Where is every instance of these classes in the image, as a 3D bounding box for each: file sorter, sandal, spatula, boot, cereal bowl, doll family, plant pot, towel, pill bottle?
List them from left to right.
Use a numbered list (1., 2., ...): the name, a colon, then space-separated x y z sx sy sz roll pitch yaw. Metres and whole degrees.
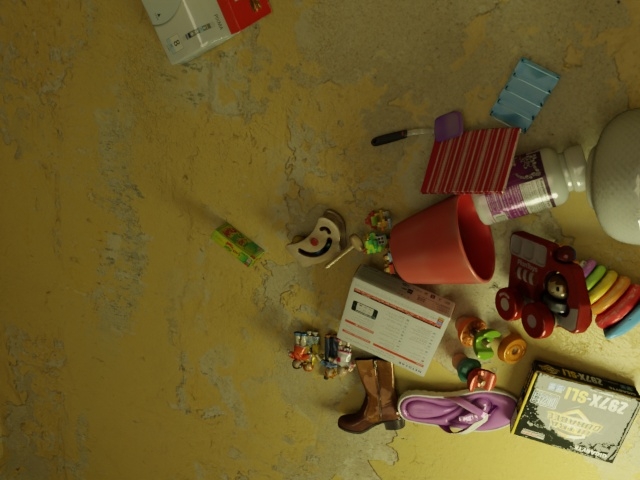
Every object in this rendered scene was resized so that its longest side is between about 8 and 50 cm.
1. doll family: 0.011 0.423 2.001 0.262 0.118 0.163 6 94 14
2. boot: 0.163 0.566 1.993 0.263 0.096 0.281 -8 105 25
3. spatula: 0.286 -0.326 1.639 0.296 0.030 0.084 -6 75 29
4. plant pot: 0.359 0.013 1.633 0.243 0.275 0.275 -16 103 36
5. sandal: 0.471 0.601 1.862 0.415 0.102 0.170 -6 108 17
6. towel: 0.415 -0.219 1.527 0.274 0.031 0.199 6 75 48
7. file sorter: 0.553 -0.392 1.476 0.118 0.104 0.170 31 118 9
8. pill bottle: 0.583 -0.161 1.512 0.301 0.169 0.170 -17 102 26
9. cereal bowl: 0.761 -0.158 1.364 0.141 0.338 0.339 2 111 39

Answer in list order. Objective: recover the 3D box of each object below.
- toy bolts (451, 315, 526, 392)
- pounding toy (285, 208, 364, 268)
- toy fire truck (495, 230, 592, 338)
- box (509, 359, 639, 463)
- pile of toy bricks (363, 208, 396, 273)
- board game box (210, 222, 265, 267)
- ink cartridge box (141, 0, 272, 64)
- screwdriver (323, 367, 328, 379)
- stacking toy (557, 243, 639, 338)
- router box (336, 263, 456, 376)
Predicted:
1. toy bolts: 0.527 0.364 1.779 0.218 0.158 0.229 8 106 -25
2. pounding toy: 0.000 0.000 1.814 0.269 0.155 0.154 -17 106 26
3. toy fire truck: 0.636 0.123 1.538 0.169 0.302 0.254 -7 107 -16
4. box: 0.798 0.542 1.718 0.321 0.079 0.257 15 112 9
5. pile of toy bricks: 0.188 0.015 1.757 0.104 0.118 0.213 -11 105 5
6. board game box: -0.301 0.015 1.976 0.181 0.092 0.043 37 119 6
7. ink cartridge box: -0.382 -0.780 1.718 0.384 0.091 0.309 -18 102 28
8. screwdriver: 0.043 0.454 2.045 0.025 0.024 0.170 32 115 41
9. stacking toy: 0.778 0.120 1.563 0.302 0.165 0.175 43 112 15
10. router box: 0.242 0.270 1.820 0.335 0.082 0.301 23 130 13
